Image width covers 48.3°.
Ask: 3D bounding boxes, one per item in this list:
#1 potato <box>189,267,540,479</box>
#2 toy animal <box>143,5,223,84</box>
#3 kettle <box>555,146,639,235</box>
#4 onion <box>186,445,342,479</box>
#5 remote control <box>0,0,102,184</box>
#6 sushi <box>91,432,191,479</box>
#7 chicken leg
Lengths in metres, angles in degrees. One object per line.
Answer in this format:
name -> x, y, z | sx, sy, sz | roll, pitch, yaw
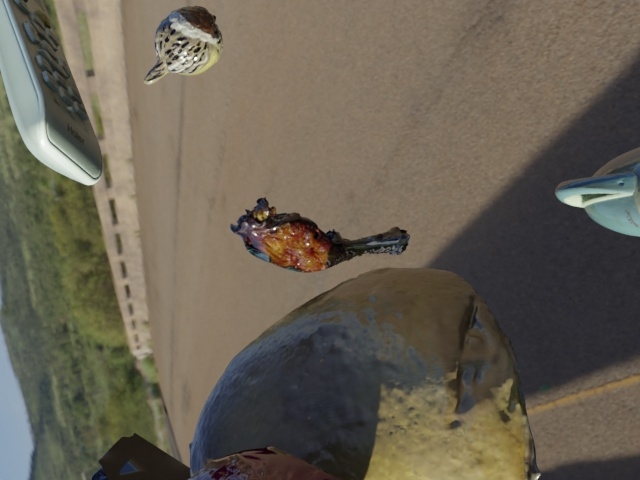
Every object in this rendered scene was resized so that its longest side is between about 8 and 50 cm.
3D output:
potato -> 0.018, 0.132, 0.607 | 0.211, 0.265, 0.189 | -152, 58, -78
toy animal -> -0.206, -0.288, 1.048 | 0.098, 0.137, 0.098 | 44, 158, 22
kettle -> 0.805, -0.130, 1.892 | 0.342, 0.320, 0.246 | 172, 105, -73
onion -> -0.011, 0.234, 0.479 | 0.195, 0.139, 0.218 | 24, 159, 22
remote control -> -0.283, -0.185, 0.688 | 0.103, 0.051, 0.293 | 60, -174, -67
sushi -> -0.275, 0.404, 1.003 | 0.153, 0.172, 0.150 | 31, 113, 5
chicken leg -> 0.000, 0.000, 0.944 | 0.106, 0.254, 0.051 | -53, 40, 44
